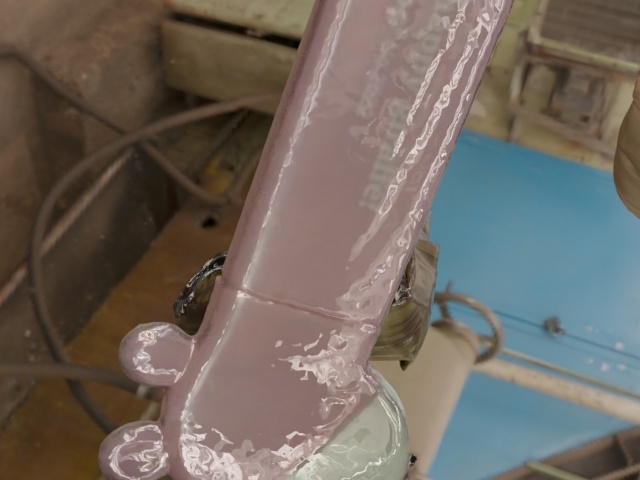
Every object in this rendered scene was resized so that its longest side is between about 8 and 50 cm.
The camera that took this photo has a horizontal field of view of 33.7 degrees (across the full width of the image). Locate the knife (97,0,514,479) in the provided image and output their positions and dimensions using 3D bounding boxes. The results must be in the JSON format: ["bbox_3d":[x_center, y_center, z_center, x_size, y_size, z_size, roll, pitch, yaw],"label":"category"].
[{"bbox_3d":[0.024,-0.059,0.391,0.038,0.132,0.398,-117,-136,-64],"label":"knife"}]

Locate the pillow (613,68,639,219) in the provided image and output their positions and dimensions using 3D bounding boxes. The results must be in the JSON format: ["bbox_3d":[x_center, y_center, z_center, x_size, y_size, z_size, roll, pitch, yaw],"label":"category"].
[{"bbox_3d":[0.298,-0.006,0.626,0.067,0.270,0.173,-53,162,-16],"label":"pillow"}]

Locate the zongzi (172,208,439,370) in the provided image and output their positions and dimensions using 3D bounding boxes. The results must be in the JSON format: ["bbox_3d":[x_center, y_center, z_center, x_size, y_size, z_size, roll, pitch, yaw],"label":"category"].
[{"bbox_3d":[0.000,0.000,1.147,0.138,0.286,0.300,53,39,-44],"label":"zongzi"}]

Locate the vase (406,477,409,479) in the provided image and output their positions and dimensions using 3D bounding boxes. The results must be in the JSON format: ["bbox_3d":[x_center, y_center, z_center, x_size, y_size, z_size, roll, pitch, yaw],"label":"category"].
[{"bbox_3d":[0.036,0.230,0.689,0.211,0.060,0.060,-86,-176,-63],"label":"vase"}]
